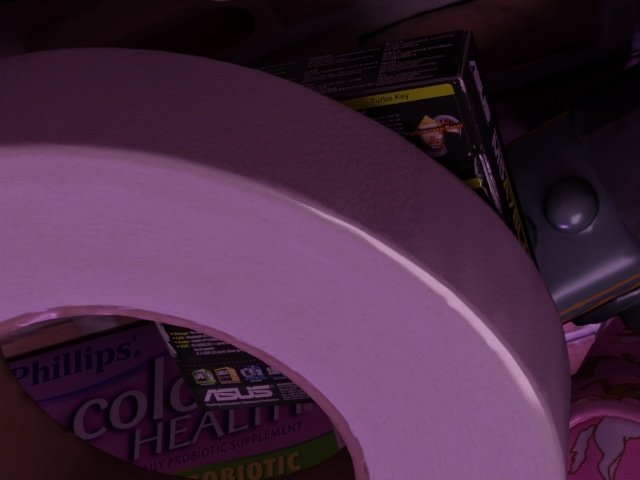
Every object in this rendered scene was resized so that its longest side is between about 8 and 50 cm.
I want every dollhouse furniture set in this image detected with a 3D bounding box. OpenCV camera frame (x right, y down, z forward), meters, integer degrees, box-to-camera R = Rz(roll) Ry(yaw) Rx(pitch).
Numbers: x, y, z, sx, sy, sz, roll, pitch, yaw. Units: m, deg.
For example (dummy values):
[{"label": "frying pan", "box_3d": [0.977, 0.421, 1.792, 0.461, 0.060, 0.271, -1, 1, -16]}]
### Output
[{"label": "dollhouse furniture set", "box_3d": [-0.038, -0.042, 0.702, 0.144, 0.123, 0.151, -22, 152, 10]}]

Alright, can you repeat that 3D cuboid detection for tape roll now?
[{"label": "tape roll", "box_3d": [-0.073, 0.084, 0.690, 0.392, 0.072, 0.392, 6, 134, 6]}]

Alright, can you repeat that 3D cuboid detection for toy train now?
[{"label": "toy train", "box_3d": [0.138, -0.010, 0.800, 0.334, 0.142, 0.190, -28, 169, 24]}]

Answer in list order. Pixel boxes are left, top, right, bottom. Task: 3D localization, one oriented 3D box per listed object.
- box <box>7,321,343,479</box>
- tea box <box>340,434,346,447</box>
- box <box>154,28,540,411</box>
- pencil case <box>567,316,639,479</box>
[{"label": "box", "box_3d": [-0.082, 0.182, 0.957, 0.213, 0.243, 0.117, -15, 152, -1]}, {"label": "tea box", "box_3d": [-0.087, 0.357, 1.182, 0.323, 0.329, 0.220, -19, 152, 8]}, {"label": "box", "box_3d": [0.000, 0.000, 0.676, 0.190, 0.045, 0.184, -8, 126, 19]}, {"label": "pencil case", "box_3d": [0.235, 0.120, 0.937, 0.167, 0.160, 0.386, -2, -166, 24]}]
